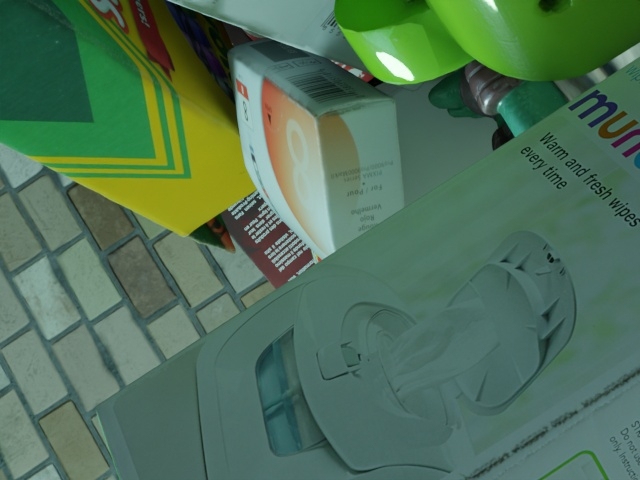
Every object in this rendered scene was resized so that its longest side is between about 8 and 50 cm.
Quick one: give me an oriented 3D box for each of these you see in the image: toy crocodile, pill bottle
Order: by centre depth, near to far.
[{"bbox_3d":[0.018,-0.150,0.548,0.115,0.105,0.340,54,-175,-31],"label":"toy crocodile"},{"bbox_3d":[0.062,-0.020,0.922,0.136,0.136,0.245,56,175,5],"label":"pill bottle"}]

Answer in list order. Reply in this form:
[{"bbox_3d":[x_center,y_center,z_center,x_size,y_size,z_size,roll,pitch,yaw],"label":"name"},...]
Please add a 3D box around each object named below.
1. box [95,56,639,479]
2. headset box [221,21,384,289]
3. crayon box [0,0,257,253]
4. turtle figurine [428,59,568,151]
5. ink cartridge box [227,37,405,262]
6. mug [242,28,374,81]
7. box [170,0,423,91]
[{"bbox_3d":[0.102,0.105,0.498,0.262,0.231,0.127,57,178,-34],"label":"box"},{"bbox_3d":[0.000,-0.056,1.168,0.293,0.110,0.218,50,-161,2],"label":"headset box"},{"bbox_3d":[-0.130,-0.128,0.848,0.318,0.081,0.202,30,-149,-61],"label":"crayon box"},{"bbox_3d":[0.097,-0.002,0.668,0.175,0.118,0.234,85,170,-56],"label":"turtle figurine"},{"bbox_3d":[0.000,0.000,0.790,0.145,0.045,0.179,-137,40,-63],"label":"ink cartridge box"},{"bbox_3d":[0.001,-0.143,0.956,0.150,0.113,0.169,58,-177,17],"label":"mug"},{"bbox_3d":[-0.084,-0.217,0.767,0.232,0.058,0.322,14,-146,-44],"label":"box"}]
